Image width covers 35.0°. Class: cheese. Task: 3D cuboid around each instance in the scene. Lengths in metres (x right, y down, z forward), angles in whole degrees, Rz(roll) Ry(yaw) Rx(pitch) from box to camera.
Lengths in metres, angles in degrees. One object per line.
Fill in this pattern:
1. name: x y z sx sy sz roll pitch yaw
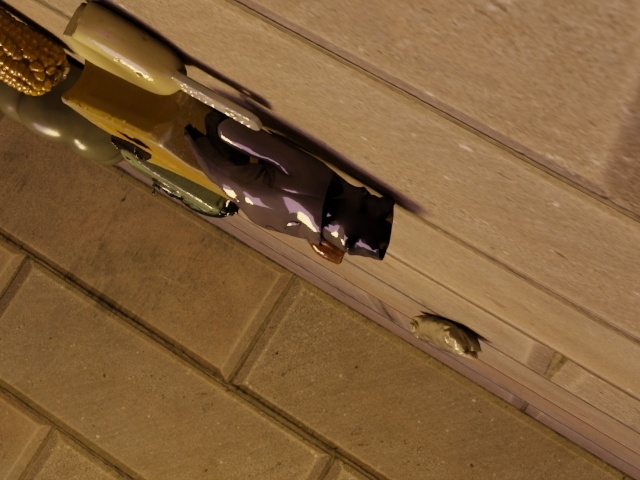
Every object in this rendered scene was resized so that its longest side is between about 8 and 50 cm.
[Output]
1. cheese: -0.175 -0.190 1.127 0.255 0.050 0.127 29 172 13

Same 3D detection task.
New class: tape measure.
1. tape measure: -0.226 -0.108 1.774 0.235 0.115 0.207 31 172 4

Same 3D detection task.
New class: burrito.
1. burrito: 0.253 0.195 2.092 0.082 0.059 0.275 40 173 -12

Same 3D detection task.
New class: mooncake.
1. mooncake: -0.441 -0.232 1.781 0.275 0.135 0.275 31 178 1

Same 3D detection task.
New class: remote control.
1. remote control: -0.268 -0.130 1.416 0.034 0.016 0.091 31 177 -36

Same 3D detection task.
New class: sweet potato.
1. sweet potato: 0.000 0.000 1.816 0.117 0.049 0.049 33 174 -14

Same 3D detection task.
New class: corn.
1. corn: -0.535 -0.333 1.559 0.313 0.102 0.102 32 174 -9

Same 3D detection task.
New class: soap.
1. soap: -0.216 -0.158 1.425 0.315 0.091 0.199 25 170 47

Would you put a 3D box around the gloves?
1. gloves: -0.040 -0.068 1.186 0.285 0.119 0.142 32 153 15
